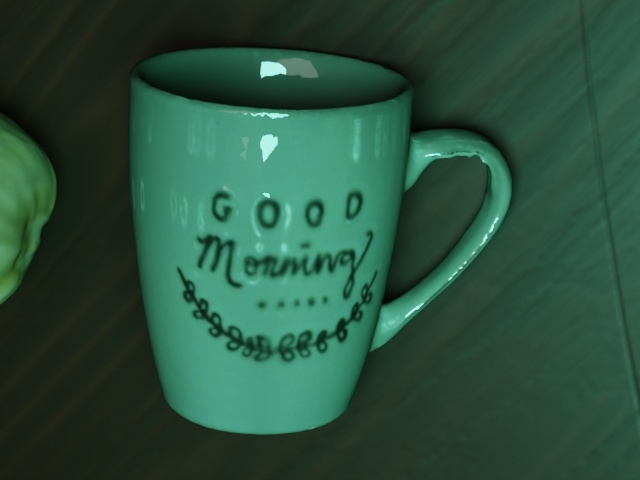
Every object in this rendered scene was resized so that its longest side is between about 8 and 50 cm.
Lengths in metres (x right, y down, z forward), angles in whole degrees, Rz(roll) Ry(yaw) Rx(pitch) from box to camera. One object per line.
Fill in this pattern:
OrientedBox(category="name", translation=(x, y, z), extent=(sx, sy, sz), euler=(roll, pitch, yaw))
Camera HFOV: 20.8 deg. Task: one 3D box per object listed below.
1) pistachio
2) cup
OrientedBox(category="pistachio", translation=(-0.297, -0.041, 1.286), extent=(0.229, 0.157, 0.157), euler=(32, 109, 27))
OrientedBox(category="cup", translation=(0.000, 0.000, 1.179), extent=(0.258, 0.186, 0.234), euler=(0, 109, -6))
